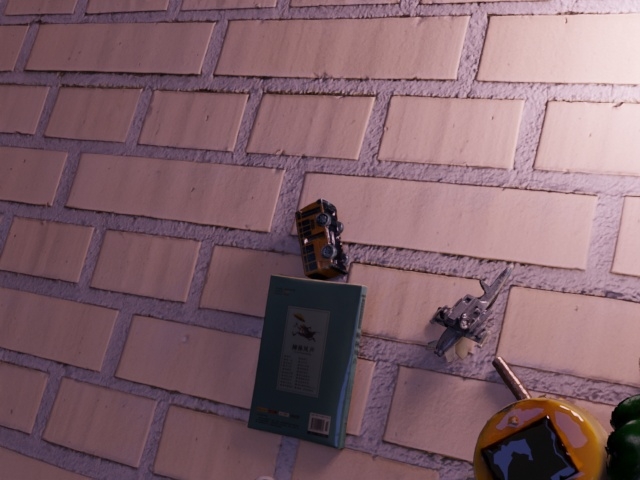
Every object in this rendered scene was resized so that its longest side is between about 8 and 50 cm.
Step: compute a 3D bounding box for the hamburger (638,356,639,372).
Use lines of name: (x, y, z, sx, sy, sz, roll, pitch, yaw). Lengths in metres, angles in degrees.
hamburger: (0.696, 0.206, 1.731, 0.176, 0.087, 0.102, -28, 48, 26)

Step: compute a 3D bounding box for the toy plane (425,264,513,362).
toy plane: (0.330, 0.147, 1.946, 0.262, 0.088, 0.192, -57, 29, -6)

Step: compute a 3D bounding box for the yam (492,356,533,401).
yam: (0.410, 0.307, 1.873, 0.032, 0.032, 0.145, -39, 59, 11)

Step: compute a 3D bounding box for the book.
book: (-0.034, 0.275, 2.093, 0.264, 0.031, 0.379, 7, 85, 30)

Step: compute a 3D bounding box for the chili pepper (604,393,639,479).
chili pepper: (0.650, 0.383, 1.577, 0.257, 0.233, 0.248, -18, 42, 28)

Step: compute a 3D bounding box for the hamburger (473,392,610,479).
hamburger: (0.435, 0.442, 1.726, 0.276, 0.179, 0.294, -34, 56, 11)

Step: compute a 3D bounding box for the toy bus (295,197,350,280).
toy bus: (0.000, 0.000, 2.176, 0.103, 0.091, 0.182, -20, 66, 24)

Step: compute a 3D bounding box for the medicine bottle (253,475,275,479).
medicine bottle: (-0.124, 0.631, 1.975, 0.220, 0.061, 0.092, -102, 27, -59)
